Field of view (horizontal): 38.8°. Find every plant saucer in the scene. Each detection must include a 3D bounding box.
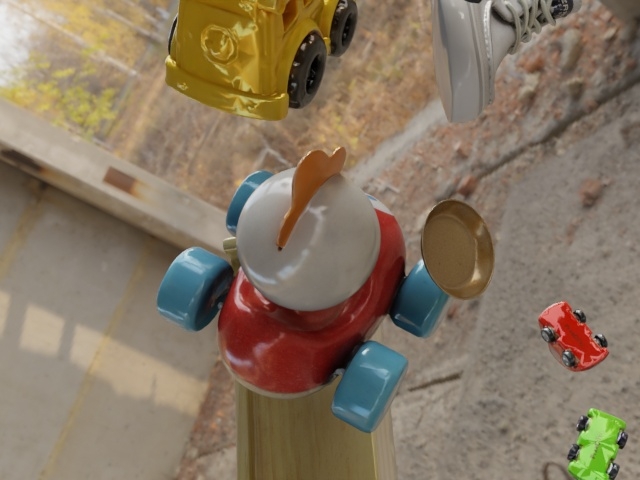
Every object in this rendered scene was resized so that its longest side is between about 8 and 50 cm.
[{"bbox_3d":[0.109,0.008,0.741,0.015,0.083,0.083,-17,46,51],"label":"plant saucer"}]

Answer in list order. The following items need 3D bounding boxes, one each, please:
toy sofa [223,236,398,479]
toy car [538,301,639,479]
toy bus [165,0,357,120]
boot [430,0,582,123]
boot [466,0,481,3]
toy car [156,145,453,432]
[{"bbox_3d":[-0.009,0.175,0.997,0.177,0.150,0.362,57,-154,-64],"label":"toy sofa"},{"bbox_3d":[0.363,0.213,1.154,0.225,0.239,0.053,-60,-16,-27],"label":"toy car"},{"bbox_3d":[-0.053,-0.261,0.892,0.211,0.150,0.220,93,-158,-46],"label":"toy bus"},{"bbox_3d":[0.154,-0.195,0.746,0.095,0.124,0.258,84,-173,-49],"label":"boot"},{"bbox_3d":[-0.072,-0.362,0.548,0.146,0.445,0.367,-44,50,20],"label":"boot"},{"bbox_3d":[0.000,0.000,0.746,0.210,0.219,0.238,-53,-16,-32],"label":"toy car"}]
